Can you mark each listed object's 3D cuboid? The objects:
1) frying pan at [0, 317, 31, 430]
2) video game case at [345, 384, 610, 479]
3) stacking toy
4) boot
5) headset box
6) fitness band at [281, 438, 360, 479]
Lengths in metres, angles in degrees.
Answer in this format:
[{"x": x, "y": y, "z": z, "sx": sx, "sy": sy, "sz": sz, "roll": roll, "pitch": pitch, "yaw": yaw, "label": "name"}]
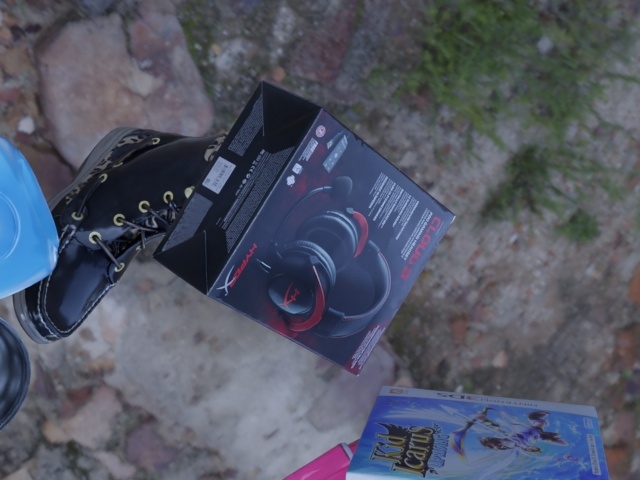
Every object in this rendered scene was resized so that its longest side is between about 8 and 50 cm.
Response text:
[{"x": -0.488, "y": 0.181, "z": 1.214, "sx": 0.326, "sy": 0.053, "sz": 0.197, "roll": -23, "pitch": 122, "yaw": -17, "label": "frying pan"}, {"x": 0.163, "y": 0.225, "z": 1.106, "sx": 0.269, "sy": 0.244, "sz": 0.061, "roll": -45, "pitch": 137, "yaw": -76, "label": "video game case"}, {"x": -0.433, "y": -0.030, "z": 1.288, "sx": 0.165, "sy": 0.302, "sz": 0.175, "roll": -26, "pitch": 107, "yaw": -22, "label": "stacking toy"}, {"x": -0.227, "y": -0.022, "z": 1.472, "sx": 0.138, "sy": 0.284, "sz": 0.377, "roll": 63, "pitch": 38, "yaw": -36, "label": "boot"}, {"x": 0.000, "y": 0.000, "z": 1.167, "sx": 0.293, "sy": 0.110, "sz": 0.218, "roll": 35, "pitch": 87, "yaw": -46, "label": "headset box"}, {"x": -0.043, "y": 0.314, "z": 1.296, "sx": 0.291, "sy": 0.054, "sz": 0.209, "roll": -28, "pitch": 170, "yaw": -19, "label": "fitness band"}]
